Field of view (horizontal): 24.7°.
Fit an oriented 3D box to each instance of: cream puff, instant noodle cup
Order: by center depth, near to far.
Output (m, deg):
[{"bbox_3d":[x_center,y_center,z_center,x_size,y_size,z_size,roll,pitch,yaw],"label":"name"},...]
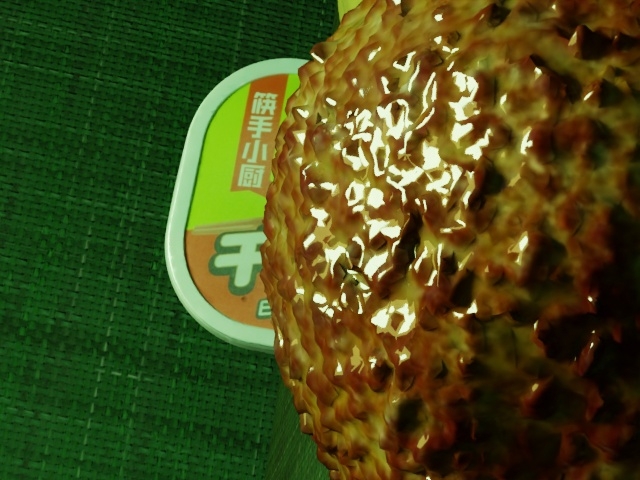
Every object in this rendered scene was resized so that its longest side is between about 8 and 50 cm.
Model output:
[{"bbox_3d":[0.089,-0.011,0.669,0.350,0.229,0.350,-170,90,-87],"label":"cream puff"},{"bbox_3d":[0.000,0.000,1.413,0.308,0.294,0.293,96,-176,-79],"label":"instant noodle cup"}]

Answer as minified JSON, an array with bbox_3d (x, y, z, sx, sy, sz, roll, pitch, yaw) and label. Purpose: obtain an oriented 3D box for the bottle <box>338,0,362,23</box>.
[{"bbox_3d":[0.127,-0.257,1.011,0.351,0.172,0.171,110,169,-58],"label":"bottle"}]
